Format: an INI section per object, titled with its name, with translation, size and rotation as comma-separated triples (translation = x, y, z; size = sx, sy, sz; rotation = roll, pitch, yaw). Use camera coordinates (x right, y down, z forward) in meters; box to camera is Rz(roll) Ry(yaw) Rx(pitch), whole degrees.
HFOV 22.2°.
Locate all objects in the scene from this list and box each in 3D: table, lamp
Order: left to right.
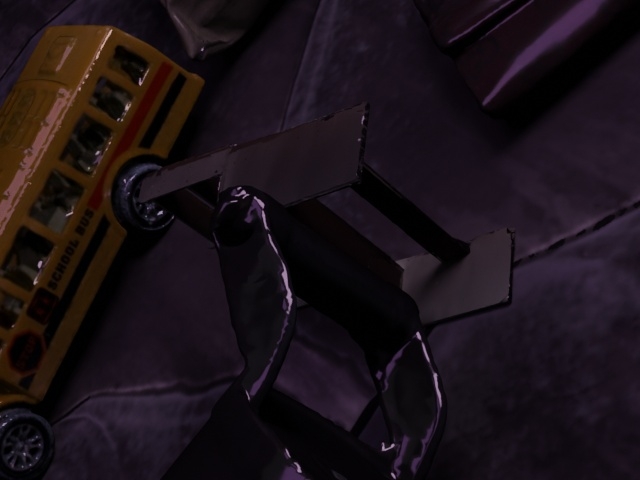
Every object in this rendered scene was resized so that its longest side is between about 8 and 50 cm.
[lamp]
translation = -0.035, 0.205, 0.782
size = 0.272, 0.205, 0.374
rotation = -36, 52, 14
[table]
translation = 0.000, 0.000, 0.955
size = 0.175, 0.146, 0.062
rotation = -18, 50, 36

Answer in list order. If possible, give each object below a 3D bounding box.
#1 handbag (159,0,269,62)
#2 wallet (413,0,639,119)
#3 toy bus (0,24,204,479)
[handbag]
translation = -0.049, -0.317, 1.253
size = 0.315, 0.109, 0.253
rotation = -58, 32, 18
[wallet]
translation = 0.162, -0.197, 1.021
size = 0.229, 0.049, 0.182
rotation = -39, 41, 15
[toy bus]
translation = -0.209, 0.007, 1.181
size = 0.121, 0.123, 0.335
rotation = 10, 69, 49
